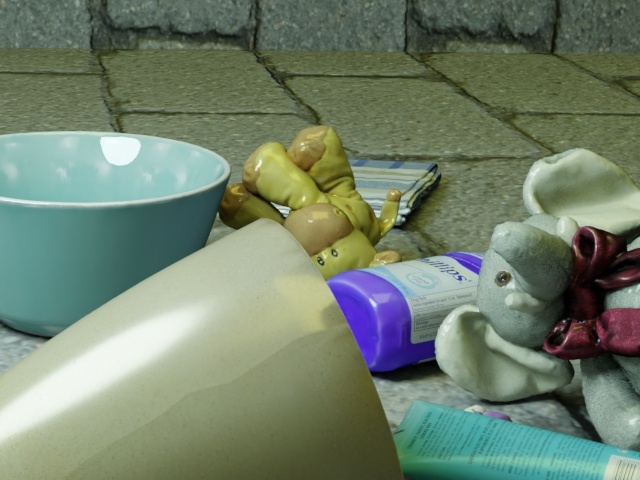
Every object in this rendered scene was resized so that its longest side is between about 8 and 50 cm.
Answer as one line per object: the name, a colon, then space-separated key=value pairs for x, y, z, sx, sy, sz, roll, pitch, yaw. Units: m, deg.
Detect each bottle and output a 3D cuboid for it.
bottle: x=0.138 y=0.062 z=1.508 sx=0.283 sy=0.092 sz=0.118 roll=-9 pitch=19 yaw=-34

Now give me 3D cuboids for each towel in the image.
towel: x=0.045 y=-0.071 z=2.049 sx=0.209 sy=0.034 sz=0.285 roll=4 pitch=15 yaw=13

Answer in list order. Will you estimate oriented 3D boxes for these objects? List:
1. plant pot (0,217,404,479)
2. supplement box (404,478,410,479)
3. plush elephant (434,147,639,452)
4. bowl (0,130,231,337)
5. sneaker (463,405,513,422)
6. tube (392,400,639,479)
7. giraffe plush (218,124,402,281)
plant pot: x=-0.120 y=0.150 z=0.979 sx=0.274 sy=0.256 sz=0.256 roll=-20 pitch=23 yaw=-15
supplement box: x=0.064 y=0.206 z=1.079 sx=0.043 sy=0.055 sz=0.083 roll=5 pitch=17 yaw=8
plush elephant: x=0.245 y=0.045 z=1.303 sx=0.255 sy=0.272 sz=0.330 roll=19 pitch=-11 yaw=12
bowl: x=-0.248 y=-0.003 z=1.550 sx=0.311 sy=0.163 sz=0.311 roll=2 pitch=17 yaw=-1
sneaker: x=0.134 y=0.199 z=1.028 sx=0.104 sy=0.095 sz=0.236 roll=1 pitch=26 yaw=6
tube: x=0.142 y=0.150 z=0.985 sx=0.207 sy=0.052 sz=0.080 roll=12 pitch=28 yaw=22
giraffe plush: x=0.000 y=0.000 z=1.644 sx=0.210 sy=0.181 sz=0.170 roll=34 pitch=20 yaw=-18
